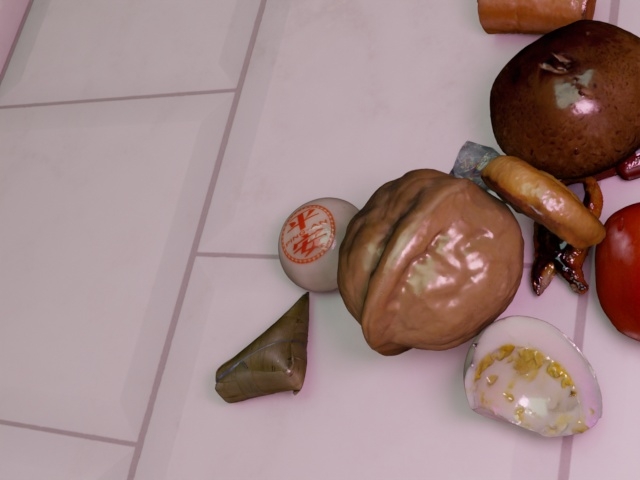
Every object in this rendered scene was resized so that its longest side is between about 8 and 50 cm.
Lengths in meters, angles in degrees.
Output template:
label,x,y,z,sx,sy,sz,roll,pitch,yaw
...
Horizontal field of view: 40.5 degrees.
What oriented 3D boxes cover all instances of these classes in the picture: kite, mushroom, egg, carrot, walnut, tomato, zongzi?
label,x,y,z,sx,sy,sz,roll,pitch,yaw
kite,0.320,-0.118,1.984,0.245,0.015,0.141,-49,53,-6
mushroom,0.509,-0.279,1.799,0.331,0.356,0.334,-29,78,-3
egg,0.387,0.271,1.672,0.271,0.162,0.206,25,53,-3
carrot,0.507,-0.566,2.009,0.254,0.196,0.196,12,72,27
walnut,0.213,0.041,1.741,0.383,0.383,0.384,-12,61,22
tomato,0.639,0.042,1.592,0.298,0.226,0.299,-25,34,18
zongzi,-0.129,0.242,1.993,0.228,0.115,0.256,-16,49,27

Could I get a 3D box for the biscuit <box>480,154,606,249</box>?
label,x,y,z,sx,sy,sz,roll,pitch,yaw
biscuit,0.417,-0.085,1.663,0.091,0.213,0.274,-51,30,8

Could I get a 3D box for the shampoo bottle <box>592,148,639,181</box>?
label,x,y,z,sx,sy,sz,roll,pitch,yaw
shampoo bottle,0.700,-0.198,1.786,0.314,0.076,0.118,-17,61,20

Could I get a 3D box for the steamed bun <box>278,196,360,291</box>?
label,x,y,z,sx,sy,sz,roll,pitch,yaw
steamed bun,0.000,0.000,2.014,0.231,0.145,0.232,-12,61,22

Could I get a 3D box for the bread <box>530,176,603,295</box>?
label,x,y,z,sx,sy,sz,roll,pitch,yaw
bread,0.509,-0.011,1.792,0.139,0.095,0.269,-1,76,44
